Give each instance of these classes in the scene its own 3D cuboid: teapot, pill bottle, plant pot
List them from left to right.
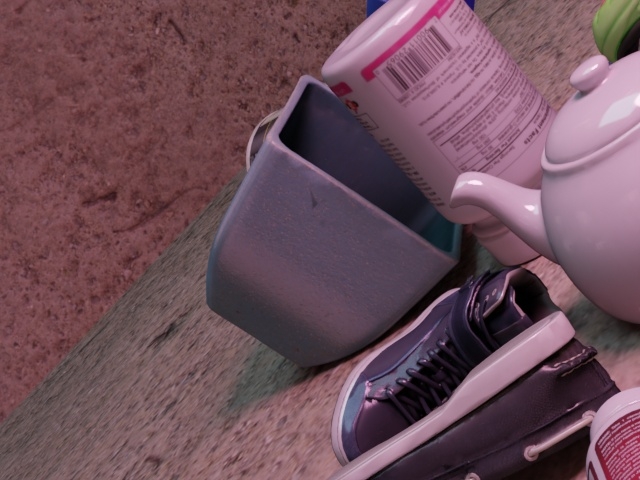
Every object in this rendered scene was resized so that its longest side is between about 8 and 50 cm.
[{"bbox_3d":[0.000,0.000,1.430,0.252,0.247,0.248,-55,7,26],"label":"plant pot"},{"bbox_3d":[0.148,-0.119,1.239,0.160,0.283,0.160,-39,13,11],"label":"pill bottle"},{"bbox_3d":[0.270,-0.072,0.947,0.256,0.187,0.252,-44,13,-13],"label":"teapot"},{"bbox_3d":[0.198,0.143,0.678,0.086,0.086,0.152,-39,13,13],"label":"pill bottle"}]

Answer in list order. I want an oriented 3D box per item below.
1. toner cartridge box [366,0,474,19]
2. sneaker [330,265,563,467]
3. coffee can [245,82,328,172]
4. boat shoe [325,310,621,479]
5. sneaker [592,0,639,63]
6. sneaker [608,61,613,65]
[{"bbox_3d":[0.123,-0.195,1.547,0.165,0.075,0.347,-48,-29,-39],"label":"toner cartridge box"},{"bbox_3d":[0.113,0.109,1.042,0.226,0.086,0.163,-47,11,-26],"label":"sneaker"},{"bbox_3d":[0.032,-0.143,1.854,0.201,0.201,0.275,-48,14,-26],"label":"coffee can"},{"bbox_3d":[0.084,0.175,0.894,0.302,0.091,0.114,-39,-7,20],"label":"boat shoe"},{"bbox_3d":[0.401,-0.236,0.966,0.185,0.202,0.483,-46,-3,-16],"label":"sneaker"},{"bbox_3d":[0.324,-0.138,1.288,0.087,0.083,0.221,-51,2,28],"label":"sneaker"}]
